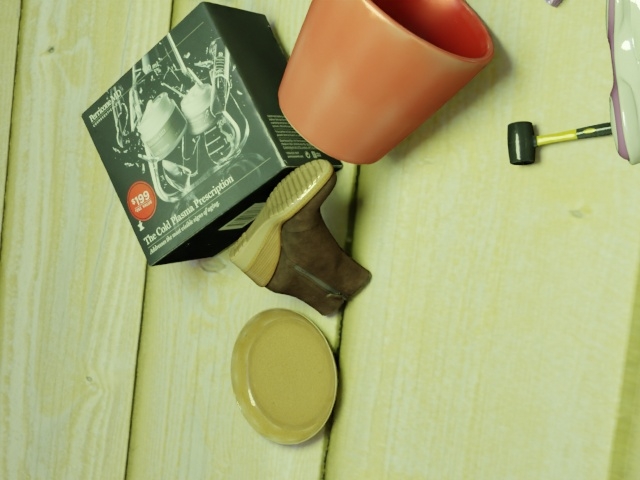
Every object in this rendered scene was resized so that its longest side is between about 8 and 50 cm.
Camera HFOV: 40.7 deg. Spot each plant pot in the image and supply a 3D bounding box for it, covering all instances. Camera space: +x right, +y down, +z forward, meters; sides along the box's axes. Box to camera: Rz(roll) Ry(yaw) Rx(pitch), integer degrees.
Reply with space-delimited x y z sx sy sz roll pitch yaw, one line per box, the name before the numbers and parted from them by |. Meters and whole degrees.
plant pot | 0.077 -0.263 1.278 0.275 0.275 0.243 55 129 23
plant pot | -0.060 0.233 1.501 0.236 0.032 0.236 0 89 37

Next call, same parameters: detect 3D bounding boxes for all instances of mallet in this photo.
mallet | 0.349 -0.156 1.200 0.189 0.039 0.062 -16 78 31

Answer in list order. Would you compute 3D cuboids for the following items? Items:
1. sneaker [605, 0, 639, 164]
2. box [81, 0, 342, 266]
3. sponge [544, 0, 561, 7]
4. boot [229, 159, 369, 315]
sneaker | 0.443 -0.251 1.101 0.152 0.114 0.305 -4 88 18
box | -0.195 -0.174 1.487 0.343 0.179 0.313 -34 76 30
sponge | 0.298 -0.440 1.237 0.210 0.031 0.117 49 117 26
boot | 0.000 0.000 1.370 0.248 0.207 0.090 -46 29 28
